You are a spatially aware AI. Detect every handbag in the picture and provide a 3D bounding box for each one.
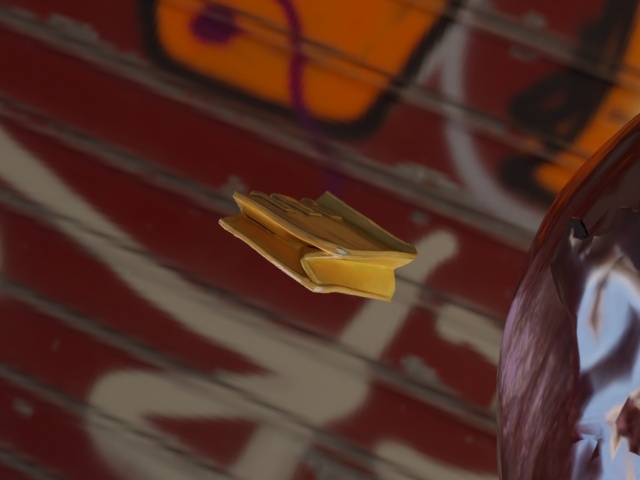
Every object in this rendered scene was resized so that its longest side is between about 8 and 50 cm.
[{"bbox_3d":[0.000,0.000,0.766,0.061,0.027,0.083,34,-168,25],"label":"handbag"}]

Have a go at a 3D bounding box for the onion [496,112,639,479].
[{"bbox_3d":[0.170,0.083,0.386,0.314,0.232,0.314,30,-165,-9],"label":"onion"}]
